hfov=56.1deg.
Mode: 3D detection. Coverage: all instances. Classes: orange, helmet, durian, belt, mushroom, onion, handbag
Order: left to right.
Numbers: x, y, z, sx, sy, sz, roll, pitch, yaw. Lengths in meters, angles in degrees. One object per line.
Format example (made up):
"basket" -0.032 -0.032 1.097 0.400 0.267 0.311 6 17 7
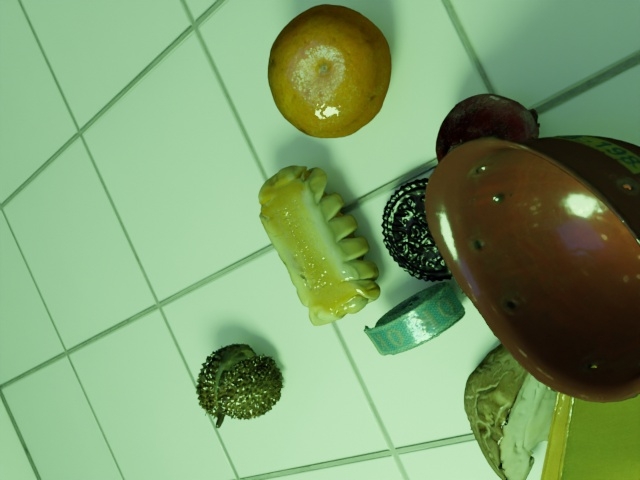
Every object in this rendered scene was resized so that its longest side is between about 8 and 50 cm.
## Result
"durian" -0.184 0.330 1.342 0.196 0.196 0.167 -5 137 35
"orange" 0.019 -0.290 1.044 0.224 0.170 0.223 4 108 11
"belt" 0.177 0.143 1.076 0.082 0.148 0.163 59 154 1
"onion" 0.242 -0.143 0.917 0.160 0.195 0.159 14 116 31
"mushroom" 0.322 0.269 1.036 0.151 0.156 0.285 37 124 53
"helmet" 0.345 -0.004 0.787 0.385 0.230 0.337 42 150 52
"handbag" 0.488 0.330 0.897 0.283 0.133 0.400 3 109 9

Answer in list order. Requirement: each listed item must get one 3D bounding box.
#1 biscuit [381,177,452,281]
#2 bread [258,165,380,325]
"biscuit" 0.194 -0.018 1.071 0.195 0.053 0.194 9 107 32
"bread" 0.000 0.000 1.164 0.173 0.121 0.311 -26 88 32
